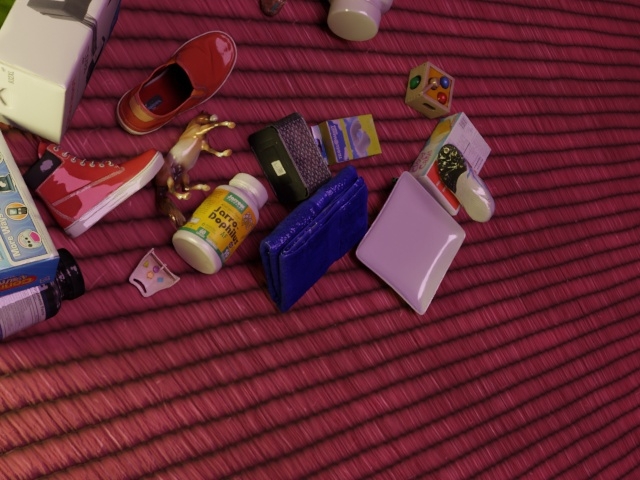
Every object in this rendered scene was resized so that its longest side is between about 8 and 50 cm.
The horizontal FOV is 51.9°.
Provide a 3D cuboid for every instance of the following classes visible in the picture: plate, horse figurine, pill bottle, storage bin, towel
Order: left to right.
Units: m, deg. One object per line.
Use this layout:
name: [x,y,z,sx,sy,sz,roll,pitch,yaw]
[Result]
pill bottle: [-0.523,0.095,1.116,0.219,0.122,0.123,-27,99,-37]
horse figurine: [-0.267,-0.160,1.341,0.066,0.174,0.263,39,75,-46]
pill bottle: [-0.203,-0.041,1.377,0.117,0.117,0.208,49,58,-20]
storage bin: [-0.069,-0.185,1.495,0.084,0.122,0.180,-34,103,-35]
towel: [0.000,0.000,1.482,0.308,0.076,0.228,-43,144,-30]
pill bottle: [0.110,-0.678,1.667,0.176,0.176,0.319,21,72,-32]
plate: [0.233,0.007,1.723,0.278,0.045,0.277,42,68,-25]

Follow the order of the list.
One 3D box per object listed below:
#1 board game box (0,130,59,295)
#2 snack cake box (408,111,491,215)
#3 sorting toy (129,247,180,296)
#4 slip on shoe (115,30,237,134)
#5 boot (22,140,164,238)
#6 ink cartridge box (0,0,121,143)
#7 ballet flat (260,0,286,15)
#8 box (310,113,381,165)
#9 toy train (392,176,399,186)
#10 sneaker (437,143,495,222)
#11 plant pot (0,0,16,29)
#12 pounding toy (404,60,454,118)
board game box: [-0.614,-0.038,1.017,0.302,0.086,0.308,-18,67,-36]
snack cake box: [0.357,-0.210,1.835,0.152,0.089,0.264,47,59,-23]
sorting toy: [-0.339,0.070,1.310,0.075,0.045,0.083,-46,110,-24]
slip on shoe: [-0.283,-0.338,1.376,0.123,0.101,0.331,53,56,-16]
boot: [-0.430,-0.144,1.249,0.244,0.088,0.176,-44,107,-29]
ink cartridge box: [-0.455,-0.359,1.151,0.129,0.223,0.308,22,66,-17]
ballet flat: [-0.092,-0.639,1.582,0.073,0.067,0.206,17,73,-33]
box: [0.067,-0.254,1.657,0.178,0.042,0.109,-17,93,-38]
toy train: [0.211,-0.130,1.755,0.017,0.023,0.083,-17,94,-37]
sneaker: [0.386,-0.156,1.752,0.237,0.085,0.086,56,30,-13]
plant pot: [-0.626,-0.405,1.063,0.207,0.227,0.228,35,64,-20]
pounding toy: [0.301,-0.416,1.817,0.141,0.100,0.130,22,70,-32]
